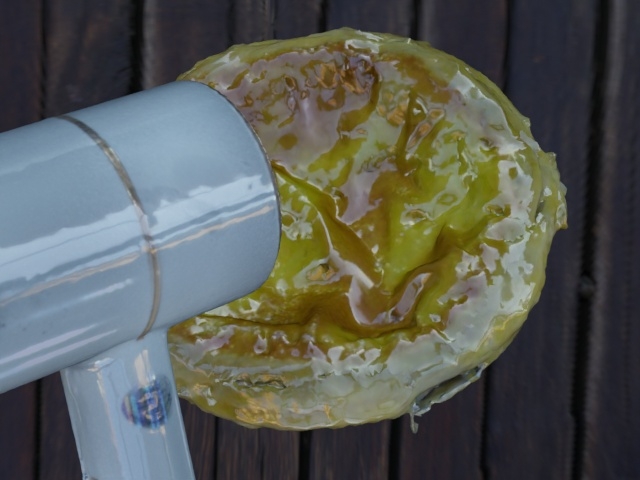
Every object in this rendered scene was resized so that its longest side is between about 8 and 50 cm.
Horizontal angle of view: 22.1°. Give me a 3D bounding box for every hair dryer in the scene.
[{"bbox_3d":[-0.091,0.119,0.755,0.173,0.107,0.357,-21,108,-34],"label":"hair dryer"}]

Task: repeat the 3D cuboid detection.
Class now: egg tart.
[{"bbox_3d":[-0.001,0.000,1.152,0.341,0.132,0.341,-6,59,10],"label":"egg tart"}]
